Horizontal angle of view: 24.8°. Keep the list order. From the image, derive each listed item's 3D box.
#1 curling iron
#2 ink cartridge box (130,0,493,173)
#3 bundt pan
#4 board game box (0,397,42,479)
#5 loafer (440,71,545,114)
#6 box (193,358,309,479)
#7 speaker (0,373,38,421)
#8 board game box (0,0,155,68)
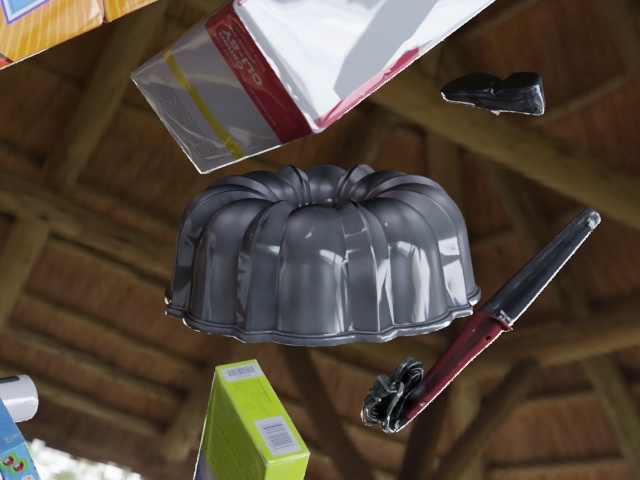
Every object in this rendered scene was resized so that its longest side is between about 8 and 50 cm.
[{"bbox_3d":[0.143,0.070,1.262,0.035,0.274,0.068,47,-6,26],"label":"curling iron"},{"bbox_3d":[-0.019,-0.230,1.626,0.160,0.279,0.384,54,-21,-10],"label":"ink cartridge box"},{"bbox_3d":[0.000,0.000,1.491,0.330,0.124,0.331,-1,15,0],"label":"bundt pan"},{"bbox_3d":[-0.328,0.227,1.526,0.160,0.039,0.212,49,-23,38],"label":"board game box"},{"bbox_3d":[0.258,-0.214,2.193,0.170,0.062,0.061,7,-48,38],"label":"loafer"},{"bbox_3d":[-0.061,0.196,1.159,0.042,0.109,0.178,-9,-47,-26],"label":"box"},{"bbox_3d":[-0.399,0.192,1.689,0.136,0.055,0.055,-6,0,-42],"label":"speaker"},{"bbox_3d":[-0.316,-0.390,1.233,0.356,0.356,0.356,24,-49,34],"label":"board game box"}]
